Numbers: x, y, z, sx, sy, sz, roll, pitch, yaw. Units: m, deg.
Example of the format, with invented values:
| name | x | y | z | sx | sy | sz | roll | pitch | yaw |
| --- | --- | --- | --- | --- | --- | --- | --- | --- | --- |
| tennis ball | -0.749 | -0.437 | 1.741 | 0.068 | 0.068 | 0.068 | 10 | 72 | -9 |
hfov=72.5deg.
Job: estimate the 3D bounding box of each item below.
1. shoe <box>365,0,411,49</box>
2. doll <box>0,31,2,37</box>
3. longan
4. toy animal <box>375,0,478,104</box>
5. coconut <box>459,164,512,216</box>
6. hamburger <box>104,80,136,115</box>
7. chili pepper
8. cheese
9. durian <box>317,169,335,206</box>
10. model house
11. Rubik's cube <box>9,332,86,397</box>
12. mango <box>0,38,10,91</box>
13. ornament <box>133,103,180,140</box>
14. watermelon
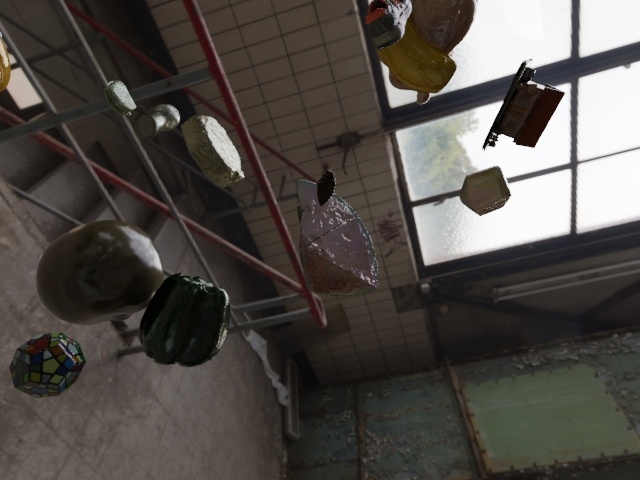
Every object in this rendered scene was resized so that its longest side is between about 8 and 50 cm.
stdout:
| name | x | y | z | sx | sy | sz | roll | pitch | yaw |
| --- | --- | --- | --- | --- | --- | --- | --- | --- | --- |
| shoe | 0.138 | -0.479 | 0.907 | 0.077 | 0.074 | 0.194 | 45 | 45 | -34 |
| doll | -0.820 | -0.368 | 0.998 | 0.271 | 0.144 | 0.208 | -58 | 166 | -18 |
| longan | -0.684 | 0.106 | 1.368 | 0.361 | 0.362 | 0.360 | -14 | 90 | -80 |
| toy animal | 0.319 | -0.624 | 1.377 | 0.247 | 0.278 | 0.344 | -13 | 121 | -74 |
| coconut | 0.527 | -0.159 | 1.410 | 0.147 | 0.153 | 0.147 | 46 | 33 | -42 |
| hamburger | -0.706 | -0.497 | 1.518 | 0.084 | 0.054 | 0.121 | -36 | 108 | -61 |
| chili pepper | -0.402 | 0.231 | 1.307 | 0.233 | 0.249 | 0.256 | 20 | 91 | -53 |
| cheese | -0.449 | -0.379 | 1.854 | 0.326 | 0.115 | 0.318 | 60 | 11 | -18 |
| durian | 0.020 | -0.160 | 1.285 | 0.066 | 0.052 | 0.130 | 84 | 16 | -65 |
| model house | 0.656 | -0.406 | 1.391 | 0.207 | 0.154 | 0.293 | -37 | 150 | -54 |
| Rubik's cube | -0.555 | 0.254 | 0.890 | 0.133 | 0.133 | 0.111 | 66 | 11 | -46 |
| mango | -0.856 | -0.494 | 1.071 | 0.109 | 0.157 | 0.261 | -46 | 148 | -48 |
| ornament | -0.438 | -0.326 | 1.177 | 0.156 | 0.081 | 0.074 | -75 | -179 | -60 |
| watermelon | 0.000 | 0.019 | 1.399 | 0.320 | 0.222 | 0.291 | 22 | 50 | -30 |
